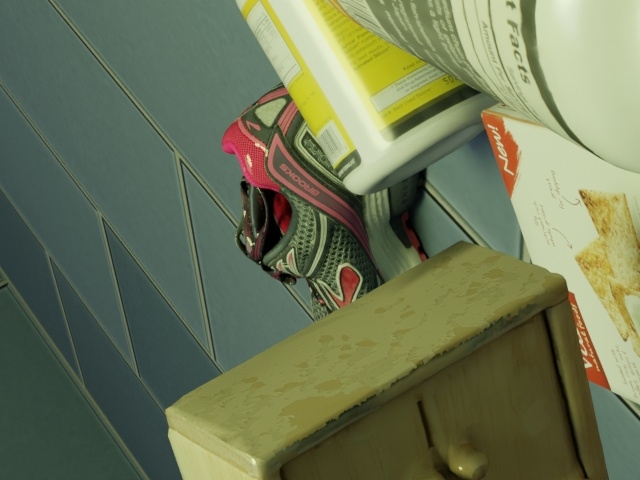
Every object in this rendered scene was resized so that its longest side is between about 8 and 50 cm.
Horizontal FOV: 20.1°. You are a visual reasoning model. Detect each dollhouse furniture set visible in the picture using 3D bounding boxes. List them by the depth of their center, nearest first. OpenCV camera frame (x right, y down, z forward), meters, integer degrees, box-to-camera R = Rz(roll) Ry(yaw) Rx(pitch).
[{"bbox_3d":[0.137,0.186,0.623,0.394,0.362,0.256,21,133,53],"label":"dollhouse furniture set"}]

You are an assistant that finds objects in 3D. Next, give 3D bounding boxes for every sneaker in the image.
[{"bbox_3d":[0.000,0.000,1.221,0.121,0.112,0.299,46,157,39],"label":"sneaker"}]

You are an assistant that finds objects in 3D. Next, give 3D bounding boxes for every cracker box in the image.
[{"bbox_3d":[0.178,0.012,0.824,0.232,0.067,0.155,25,140,62],"label":"cracker box"}]

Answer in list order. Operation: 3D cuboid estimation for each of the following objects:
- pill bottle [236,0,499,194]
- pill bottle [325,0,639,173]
[{"bbox_3d":[0.016,-0.125,1.001,0.184,0.103,0.103,60,162,5],"label":"pill bottle"},{"bbox_3d":[0.112,-0.116,0.662,0.278,0.162,0.162,36,150,51],"label":"pill bottle"}]
